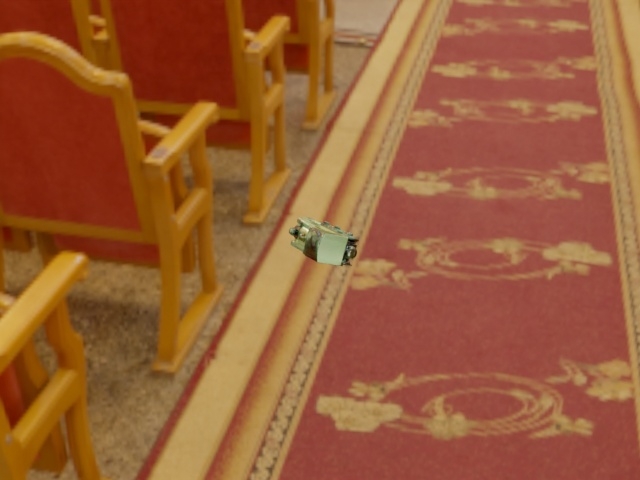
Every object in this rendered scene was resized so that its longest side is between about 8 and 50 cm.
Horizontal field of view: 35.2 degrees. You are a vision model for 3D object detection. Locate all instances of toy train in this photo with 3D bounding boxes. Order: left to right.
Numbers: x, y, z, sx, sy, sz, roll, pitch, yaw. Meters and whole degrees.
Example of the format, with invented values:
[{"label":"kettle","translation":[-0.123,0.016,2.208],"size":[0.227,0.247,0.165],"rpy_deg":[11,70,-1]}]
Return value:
[{"label":"toy train","translation":[0.000,0.000,0.960],"size":[0.053,0.033,0.083],"rpy_deg":[10,9,-34]}]
